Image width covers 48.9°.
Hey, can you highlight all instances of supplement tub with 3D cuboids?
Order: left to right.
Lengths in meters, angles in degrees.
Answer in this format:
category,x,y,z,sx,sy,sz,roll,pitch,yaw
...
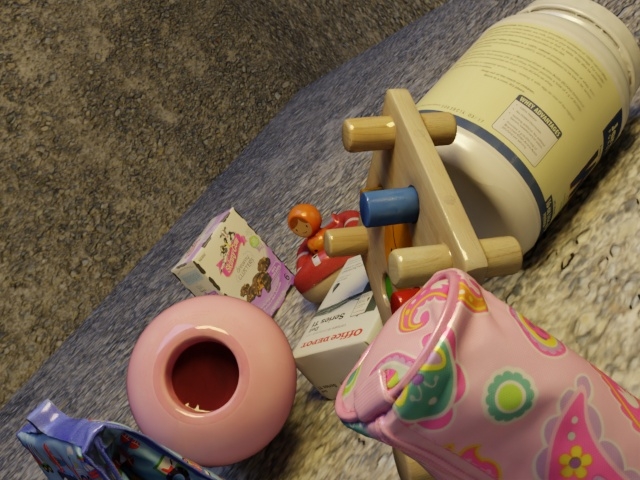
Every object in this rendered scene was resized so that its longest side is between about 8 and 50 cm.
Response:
category,x,y,z,sx,sy,sz,roll,pitch,yaw
supplement tub,0.261,-0.154,0.950,0.325,0.235,0.235,-47,20,-19

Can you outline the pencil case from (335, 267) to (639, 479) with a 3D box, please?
category,x,y,z,sx,sy,sz,roll,pitch,yaw
pencil case,0.149,0.141,0.425,0.124,0.284,0.124,-50,6,7

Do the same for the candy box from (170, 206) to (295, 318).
category,x,y,z,sx,sy,sz,roll,pitch,yaw
candy box,-0.158,0.065,1.322,0.070,0.196,0.165,-24,25,40

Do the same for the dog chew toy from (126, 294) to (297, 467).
category,x,y,z,sx,sy,sz,roll,pitch,yaw
dog chew toy,-0.130,0.189,0.937,0.206,0.206,0.332,-43,-11,-9

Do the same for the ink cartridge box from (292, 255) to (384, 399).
category,x,y,z,sx,sy,sz,roll,pitch,yaw
ink cartridge box,0.072,0.103,0.960,0.153,0.087,0.208,-22,26,44

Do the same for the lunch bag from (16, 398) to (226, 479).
category,x,y,z,sx,sy,sz,roll,pitch,yaw
lunch bag,-0.194,0.272,0.762,0.221,0.293,0.138,-15,31,53

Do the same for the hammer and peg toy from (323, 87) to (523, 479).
category,x,y,z,sx,sy,sz,roll,pitch,yaw
hammer and peg toy,0.110,0.045,0.730,0.127,0.266,0.361,-6,50,-13

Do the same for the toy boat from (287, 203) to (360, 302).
category,x,y,z,sx,sy,sz,roll,pitch,yaw
toy boat,0.000,0.000,1.236,0.151,0.151,0.231,-36,19,13
